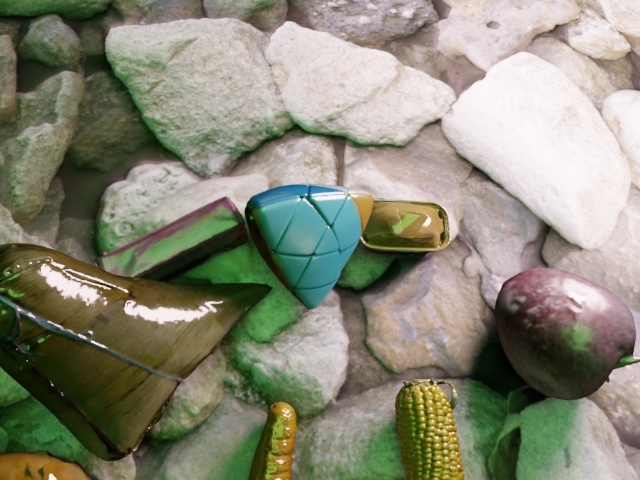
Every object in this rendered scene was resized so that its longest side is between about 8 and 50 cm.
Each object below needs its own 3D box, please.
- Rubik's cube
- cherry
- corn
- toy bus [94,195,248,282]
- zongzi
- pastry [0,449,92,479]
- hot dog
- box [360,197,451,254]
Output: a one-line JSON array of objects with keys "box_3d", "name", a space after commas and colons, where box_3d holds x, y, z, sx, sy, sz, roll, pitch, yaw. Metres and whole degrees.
[{"box_3d": [0.000, 0.000, 0.912, 0.254, 0.254, 0.254, 1, 66, -3], "name": "Rubik's cube"}, {"box_3d": [0.418, 0.157, 0.865, 0.213, 0.183, 0.266, -34, 57, -25], "name": "cherry"}, {"box_3d": [0.182, 0.370, 0.806, 0.106, 0.106, 0.293, -4, 71, -5], "name": "corn"}, {"box_3d": [-0.271, 0.016, 0.929, 0.274, 0.112, 0.090, -29, 78, -14], "name": "toy bus"}, {"box_3d": [-0.296, 0.087, 0.792, 0.393, 0.356, 0.174, -44, 32, -23], "name": "zongzi"}, {"box_3d": [-0.419, 0.451, 0.687, 0.284, 0.184, 0.315, -21, 68, -19], "name": "pastry"}, {"box_3d": [-0.080, 0.403, 0.789, 0.068, 0.083, 0.289, 18, 66, -16], "name": "hot dog"}, {"box_3d": [0.157, -0.024, 0.971, 0.177, 0.111, 0.111, 2, 66, -3], "name": "box"}]
